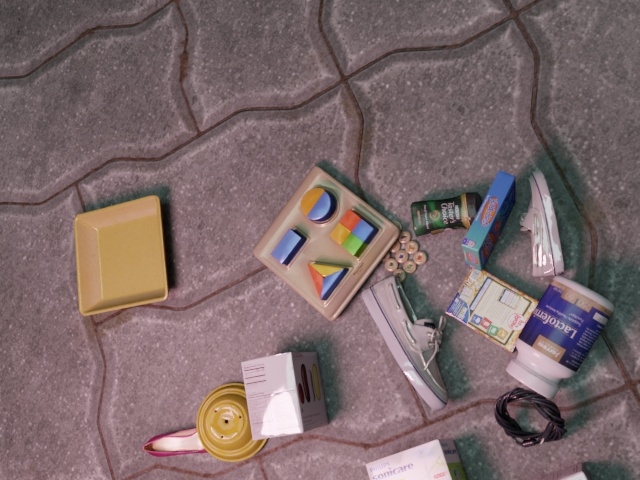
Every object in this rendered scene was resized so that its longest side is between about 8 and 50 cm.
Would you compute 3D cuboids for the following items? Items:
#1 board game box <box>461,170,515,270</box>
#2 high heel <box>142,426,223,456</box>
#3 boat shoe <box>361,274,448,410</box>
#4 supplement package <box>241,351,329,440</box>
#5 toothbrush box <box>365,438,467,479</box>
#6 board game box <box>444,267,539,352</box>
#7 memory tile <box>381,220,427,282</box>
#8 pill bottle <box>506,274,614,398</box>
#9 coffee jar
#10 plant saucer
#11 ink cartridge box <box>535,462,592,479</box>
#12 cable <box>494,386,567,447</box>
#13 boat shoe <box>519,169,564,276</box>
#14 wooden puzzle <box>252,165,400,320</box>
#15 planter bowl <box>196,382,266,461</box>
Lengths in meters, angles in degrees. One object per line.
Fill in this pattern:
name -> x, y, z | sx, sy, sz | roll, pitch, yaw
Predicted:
board game box -> 0.418, -0.045, 1.626 | 0.047, 0.160, 0.210 | 25, 79, 23
high heel -> -0.385, 0.576, 1.893 | 0.244, 0.117, 0.082 | -9, 78, 20
boat shoe -> 0.257, 0.244, 1.694 | 0.156, 0.136, 0.367 | -34, 62, 10
supplement package -> -0.091, 0.409, 1.760 | 0.149, 0.194, 0.203 | -14, 77, 18
toothbrush box -> 0.260, 0.652, 1.598 | 0.206, 0.122, 0.283 | -26, 63, 21
board game box -> 0.437, 0.172, 1.668 | 0.193, 0.045, 0.147 | 33, 94, 23
memory tile -> 0.211, 0.030, 1.798 | 0.113, 0.012, 0.148 | -41, 69, 11
pill bottle -> 0.559, 0.228, 1.554 | 0.153, 0.153, 0.265 | 31, 94, 23
coffee jar -> 0.334, -0.068, 1.728 | 0.184, 0.079, 0.096 | -10, 78, 19
plant saucer -> -0.614, 0.053, 2.085 | 0.333, 0.081, 0.333 | -12, 78, 20
ink cartridge box -> 0.526, 0.665, 1.520 | 0.273, 0.114, 0.197 | -29, 73, 16
cable -> 0.494, 0.420, 1.555 | 0.150, 0.047, 0.184 | -12, 119, 33
boat shoe -> 0.539, -0.041, 1.640 | 0.088, 0.096, 0.267 | -10, 86, 15
wooden puzzle -> 0.000, 0.000, 1.841 | 0.348, 0.080, 0.322 | 40, 98, 25
planter bowl -> -0.253, 0.505, 1.836 | 0.217, 0.090, 0.217 | -2, 73, 6
